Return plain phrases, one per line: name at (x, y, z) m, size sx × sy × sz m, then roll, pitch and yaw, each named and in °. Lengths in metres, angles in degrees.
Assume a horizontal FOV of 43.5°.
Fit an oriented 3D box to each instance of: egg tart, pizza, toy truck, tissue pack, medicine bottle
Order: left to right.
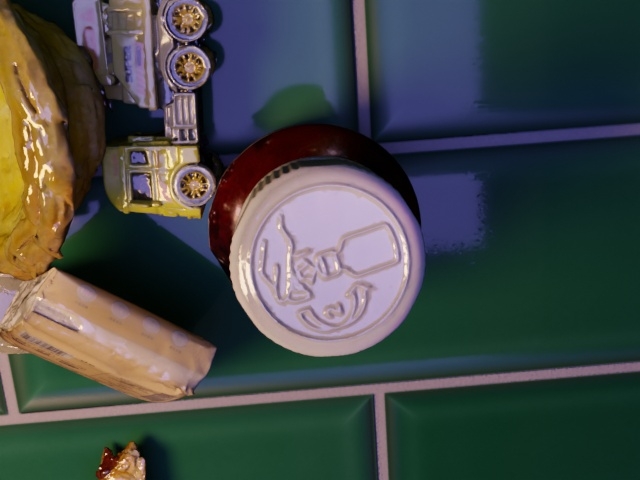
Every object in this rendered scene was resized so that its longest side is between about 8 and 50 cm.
egg tart at (-0.342, -0.127, 0.879) m, size 0.345 × 0.132 × 0.345 m, roll 15°, pitch 114°, yaw 37°
tissue pack at (-0.257, 0.118, 0.960) m, size 0.222 × 0.186 × 0.090 m, roll 28°, pitch 68°, yaw -22°
pizza at (-0.283, 0.359, 1.104) m, size 0.154 × 0.069 × 0.194 m, roll 19°, pitch 98°, yaw -8°
toy truck at (-0.198, -0.163, 0.925) m, size 0.157 × 0.124 × 0.272 m, roll -2°, pitch 106°, yaw -3°
medicine bottle at (0.000, 0.000, 0.850) m, size 0.242 × 0.395 × 0.242 m, roll -1°, pitch 102°, yaw -5°

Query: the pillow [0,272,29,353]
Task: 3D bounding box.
pillow at (-0.456, 0.086, 1.021) m, size 0.208 × 0.053 × 0.119 m, roll 4°, pitch 103°, yaw -5°
